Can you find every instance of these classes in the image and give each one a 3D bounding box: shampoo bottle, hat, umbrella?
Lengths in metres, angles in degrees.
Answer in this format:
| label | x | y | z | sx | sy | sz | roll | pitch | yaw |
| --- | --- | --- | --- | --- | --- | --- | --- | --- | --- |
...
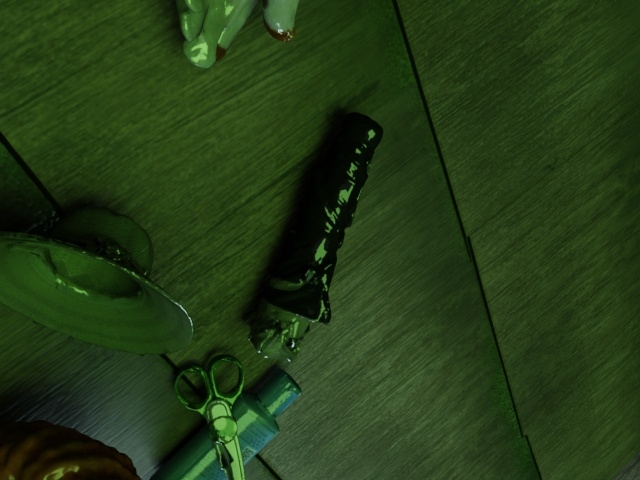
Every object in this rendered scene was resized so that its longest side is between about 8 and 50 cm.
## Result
| label | x | y | z | sx | sy | sz | roll | pitch | yaw |
| --- | --- | --- | --- | --- | --- | --- | --- | --- | --- |
| shampoo bottle | -0.135 | 0.305 | 0.987 | 0.258 | 0.061 | 0.104 | -44 | 125 | -5 |
| hat | -0.242 | 0.024 | 0.701 | 0.252 | 0.252 | 0.110 | 48 | 45 | -42 |
| hat | -0.295 | 0.367 | 0.815 | 0.285 | 0.285 | 0.400 | -50 | 154 | 0 |
| umbrella | 0.003 | 0.003 | 0.872 | 0.106 | 0.113 | 0.357 | 19 | 105 | -18 |

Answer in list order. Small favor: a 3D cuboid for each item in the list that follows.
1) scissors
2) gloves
| label | x | y | z | sx | sy | sz | roll | pitch | yaw |
| --- | --- | --- | --- | --- | --- | --- | --- | --- | --- |
| scissors | -0.142 | 0.268 | 0.929 | 0.101 | 0.027 | 0.204 | -16 | 102 | -10 |
| gloves | -0.088 | -0.285 | 0.644 | 0.140 | 0.131 | 0.218 | -7 | 150 | -34 |
